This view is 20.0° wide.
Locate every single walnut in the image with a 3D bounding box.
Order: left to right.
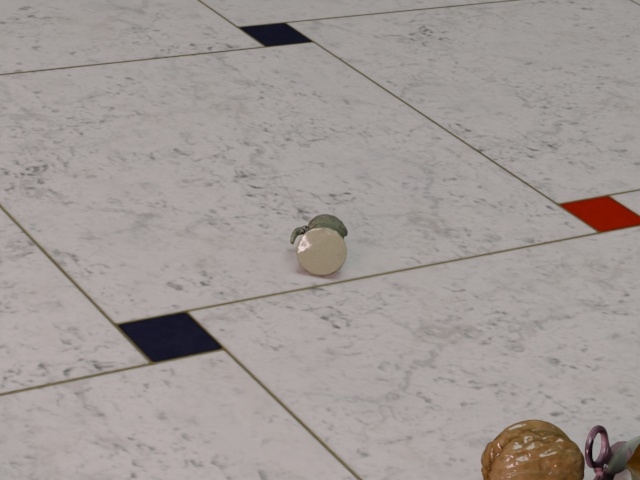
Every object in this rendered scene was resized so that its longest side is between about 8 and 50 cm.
[{"bbox_3d":[0.196,0.205,1.660,0.096,0.082,0.079,0,0,-17],"label":"walnut"}]

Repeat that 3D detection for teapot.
[{"bbox_3d":[0.000,0.000,2.053,0.067,0.057,0.083,12,19,2],"label":"teapot"}]

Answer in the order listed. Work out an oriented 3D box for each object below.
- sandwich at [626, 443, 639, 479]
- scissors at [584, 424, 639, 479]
[{"bbox_3d":[0.337,0.231,1.571,0.128,0.122,0.236,-19,11,-14],"label":"sandwich"},{"bbox_3d":[0.280,0.204,1.712,0.022,0.085,0.176,-1,6,27],"label":"scissors"}]
